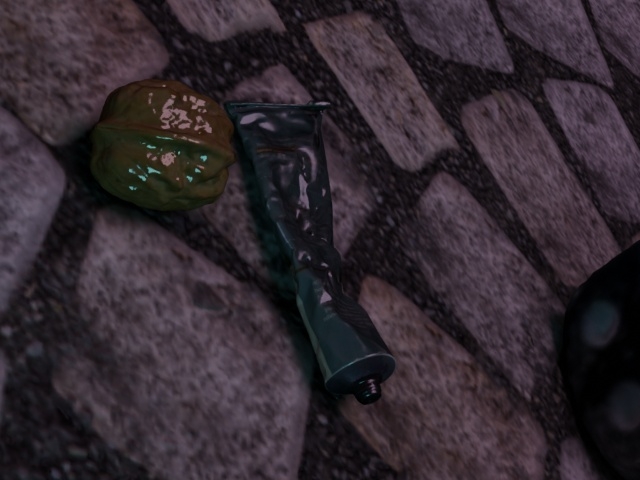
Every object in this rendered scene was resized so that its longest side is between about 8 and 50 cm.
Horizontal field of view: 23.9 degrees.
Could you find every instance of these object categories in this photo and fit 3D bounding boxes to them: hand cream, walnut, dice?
[{"bbox_3d":[0.001,0.000,1.041,0.075,0.052,0.248,17,48,-45],"label":"hand cream"},{"bbox_3d":[-0.099,-0.059,0.944,0.096,0.082,0.079,15,79,-35],"label":"walnut"},{"bbox_3d":[0.320,0.101,1.240,0.181,0.183,0.182,22,44,-38],"label":"dice"}]
